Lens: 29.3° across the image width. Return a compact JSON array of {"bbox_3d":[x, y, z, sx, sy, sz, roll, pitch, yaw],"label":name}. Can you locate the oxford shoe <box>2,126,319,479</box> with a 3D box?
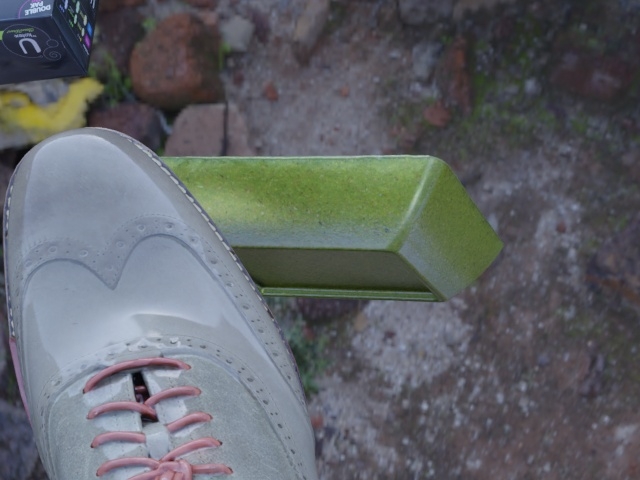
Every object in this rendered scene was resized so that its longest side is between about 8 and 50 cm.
[{"bbox_3d":[-0.053,0.088,0.500,0.123,0.130,0.348,-21,71,-10],"label":"oxford shoe"}]

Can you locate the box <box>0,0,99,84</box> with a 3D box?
[{"bbox_3d":[-0.156,-0.132,0.653,0.062,0.052,0.083,-4,60,11],"label":"box"}]

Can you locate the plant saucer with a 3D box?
[{"bbox_3d":[0.000,0.000,0.729,0.188,0.188,0.045,1,76,19],"label":"plant saucer"}]
